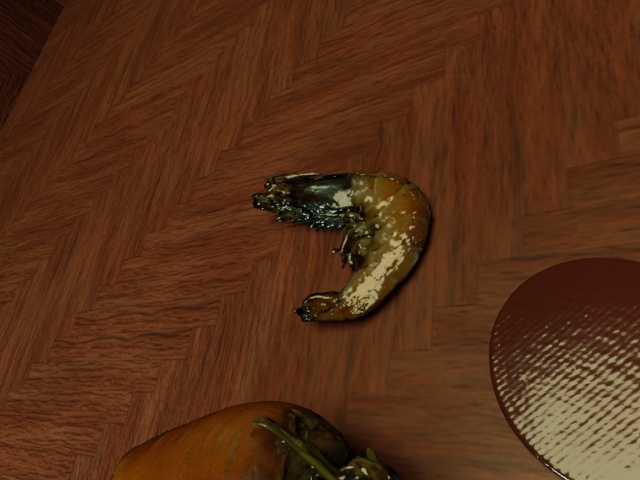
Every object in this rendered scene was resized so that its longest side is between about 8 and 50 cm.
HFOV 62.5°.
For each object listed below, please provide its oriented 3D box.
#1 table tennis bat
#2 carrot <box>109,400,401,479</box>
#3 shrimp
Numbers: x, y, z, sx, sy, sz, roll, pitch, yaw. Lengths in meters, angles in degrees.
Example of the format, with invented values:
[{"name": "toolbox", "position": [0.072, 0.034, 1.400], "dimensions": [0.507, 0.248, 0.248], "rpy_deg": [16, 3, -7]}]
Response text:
[{"name": "table tennis bat", "position": [0.267, 0.134, 0.427], "dimensions": [0.200, 0.038, 0.310], "rpy_deg": [-44, 45, 8]}, {"name": "carrot", "position": [-0.069, 0.257, 0.500], "dimensions": [0.331, 0.214, 0.193], "rpy_deg": [-22, 78, 22]}, {"name": "shrimp", "position": [0.000, 0.000, 0.705], "dimensions": [0.290, 0.054, 0.222], "rpy_deg": [13, 72, 34]}]
